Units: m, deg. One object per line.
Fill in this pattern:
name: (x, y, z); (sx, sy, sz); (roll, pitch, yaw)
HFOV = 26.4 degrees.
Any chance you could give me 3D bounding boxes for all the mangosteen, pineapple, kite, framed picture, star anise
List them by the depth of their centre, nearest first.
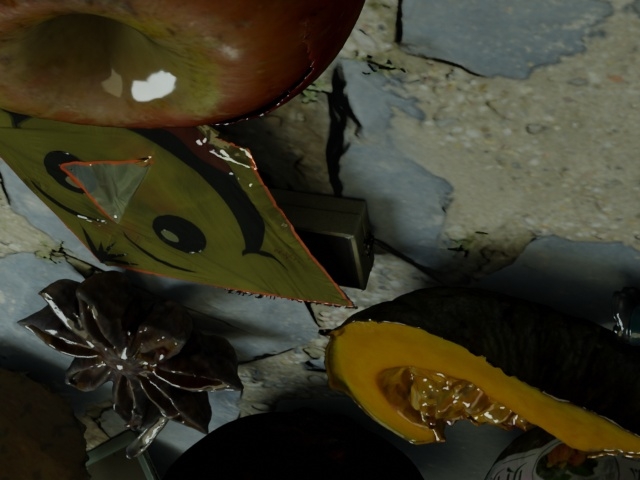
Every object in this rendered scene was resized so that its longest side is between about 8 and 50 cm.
kite: (-0.143, -0.032, 1.067); (0.377, 0.013, 0.327); (30, 153, -8)
star anise: (-0.173, 0.109, 1.269); (0.230, 0.081, 0.262); (10, 142, 14)
mangosteen: (-0.018, 0.317, 1.304); (0.296, 0.314, 0.297); (-15, -179, 0)
pineapple: (-0.374, 0.262, 1.516); (0.202, 0.202, 0.362); (24, 155, -11)
framed picture: (-0.233, 0.348, 1.618); (0.273, 0.016, 0.216); (-30, 83, 51)

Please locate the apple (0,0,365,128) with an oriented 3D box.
apple: (-0.096, -0.171, 0.681); (0.251, 0.206, 0.272); (22, 153, -29)

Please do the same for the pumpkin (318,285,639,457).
pumpkin: (0.127, 0.076, 1.054); (0.278, 0.111, 0.163); (-4, 139, 47)

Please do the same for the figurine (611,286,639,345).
figurine: (0.286, 0.062, 0.981); (0.149, 0.087, 0.086); (0, -178, 27)

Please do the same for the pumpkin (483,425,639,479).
pumpkin: (0.262, 0.280, 1.223); (0.260, 0.189, 0.260); (13, 150, 8)

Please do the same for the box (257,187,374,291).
box: (0.000, 0.000, 1.057); (0.083, 0.035, 0.079); (9, 148, 15)
